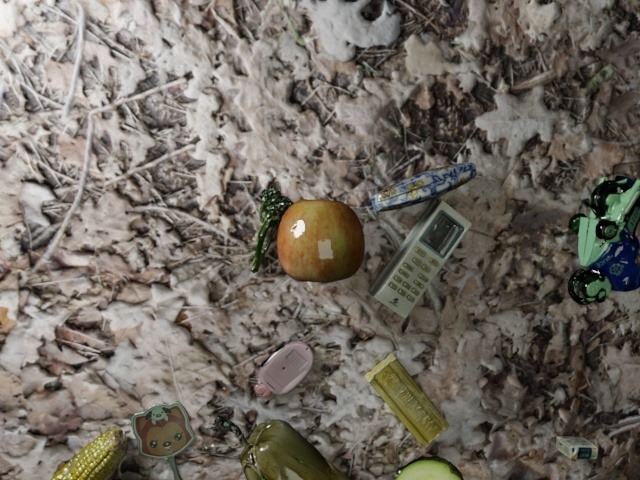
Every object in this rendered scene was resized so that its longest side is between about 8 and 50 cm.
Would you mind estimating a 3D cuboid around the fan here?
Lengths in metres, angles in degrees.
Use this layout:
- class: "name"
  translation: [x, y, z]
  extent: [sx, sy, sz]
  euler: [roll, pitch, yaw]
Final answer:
- class: "fan"
  translation: [-0.357, 0.482, 0.996]
  extent: [0.132, 0.009, 0.220]
  euler: [-13, 100, -7]

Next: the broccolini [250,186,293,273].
- class: "broccolini"
  translation: [-0.116, -0.016, 0.941]
  extent: [0.074, 0.058, 0.201]
  euler: [15, 94, -5]

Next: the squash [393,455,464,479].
- class: "squash"
  translation: [0.267, 0.654, 1.035]
  extent: [0.220, 0.220, 0.133]
  euler: [-27, 112, -5]

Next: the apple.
- class: "apple"
  translation: [0.000, 0.000, 0.899]
  extent: [0.188, 0.188, 0.174]
  euler: [1, 93, -10]

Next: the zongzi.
- class: "zongzi"
  translation: [0.005, 0.519, 0.939]
  extent: [0.418, 0.181, 0.447]
  euler: [-18, 101, 21]

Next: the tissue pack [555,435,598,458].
- class: "tissue pack"
  translation: [0.700, 0.567, 1.166]
  extent: [0.083, 0.062, 0.042]
  euler: [5, 92, -11]

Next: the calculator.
- class: "calculator"
  translation: [-0.087, 0.309, 1.010]
  extent: [0.166, 0.024, 0.103]
  euler: [-45, 103, -2]

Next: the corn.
- class: "corn"
  translation: [-0.555, 0.543, 0.930]
  extent: [0.320, 0.097, 0.097]
  euler: [-42, 103, -4]

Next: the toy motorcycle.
- class: "toy motorcycle"
  translation: [0.734, 0.007, 1.068]
  extent: [0.196, 0.125, 0.331]
  euler: [6, 100, -12]

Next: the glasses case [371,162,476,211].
- class: "glasses case"
  translation: [0.235, -0.122, 0.973]
  extent: [0.248, 0.087, 0.065]
  euler: [-19, 88, -6]

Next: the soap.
- class: "soap"
  translation: [0.221, 0.405, 1.072]
  extent: [0.092, 0.037, 0.252]
  euler: [-38, 103, -2]

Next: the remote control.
- class: "remote control"
  translation: [0.237, 0.043, 1.013]
  extent: [0.103, 0.055, 0.277]
  euler: [35, 91, -13]
